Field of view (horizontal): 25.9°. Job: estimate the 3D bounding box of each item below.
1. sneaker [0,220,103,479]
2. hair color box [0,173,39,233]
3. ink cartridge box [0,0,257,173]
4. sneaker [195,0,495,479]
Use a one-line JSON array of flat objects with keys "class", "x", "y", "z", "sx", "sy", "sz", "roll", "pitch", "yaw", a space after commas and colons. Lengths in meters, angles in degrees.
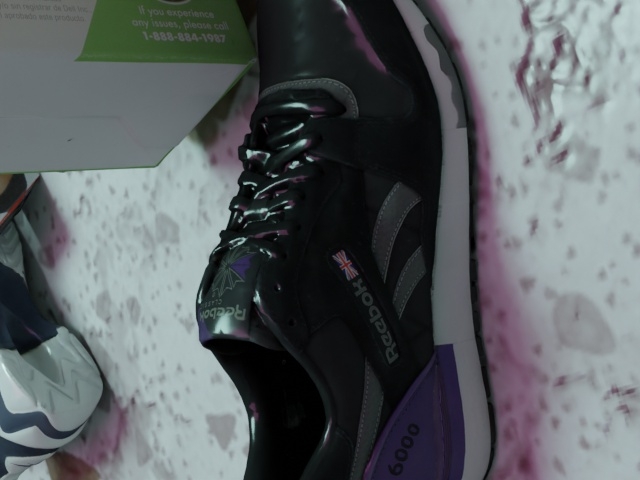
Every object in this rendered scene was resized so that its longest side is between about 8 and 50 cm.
[{"class": "sneaker", "x": -0.256, "y": 0.072, "z": 0.969, "sx": 0.235, "sy": 0.094, "sz": 0.153, "roll": 49, "pitch": 123, "yaw": 16}, {"class": "hair color box", "x": -0.267, "y": -0.052, "z": 0.922, "sx": 0.141, "sy": 0.072, "sz": 0.043, "roll": 33, "pitch": 130, "yaw": -6}, {"class": "ink cartridge box", "x": -0.198, "y": -0.214, "z": 0.748, "sx": 0.119, "sy": 0.207, "sz": 0.353, "roll": -41, "pitch": 62, "yaw": 44}, {"class": "sneaker", "x": 0.000, "y": 0.000, "z": 0.646, "sx": 0.107, "sy": 0.124, "sz": 0.283, "roll": -12, "pitch": 89, "yaw": 48}]
